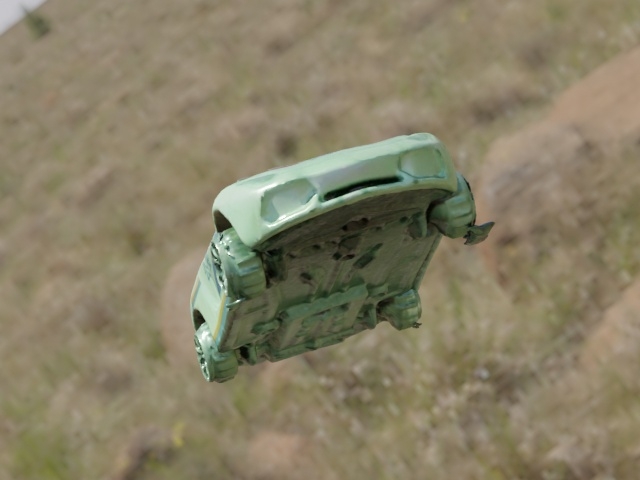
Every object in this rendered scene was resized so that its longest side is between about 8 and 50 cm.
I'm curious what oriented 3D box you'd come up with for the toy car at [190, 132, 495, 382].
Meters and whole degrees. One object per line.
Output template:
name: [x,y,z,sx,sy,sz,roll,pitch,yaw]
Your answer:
toy car: [0.000,0.000,0.657,0.093,0.058,0.186,-14,-17,-12]
